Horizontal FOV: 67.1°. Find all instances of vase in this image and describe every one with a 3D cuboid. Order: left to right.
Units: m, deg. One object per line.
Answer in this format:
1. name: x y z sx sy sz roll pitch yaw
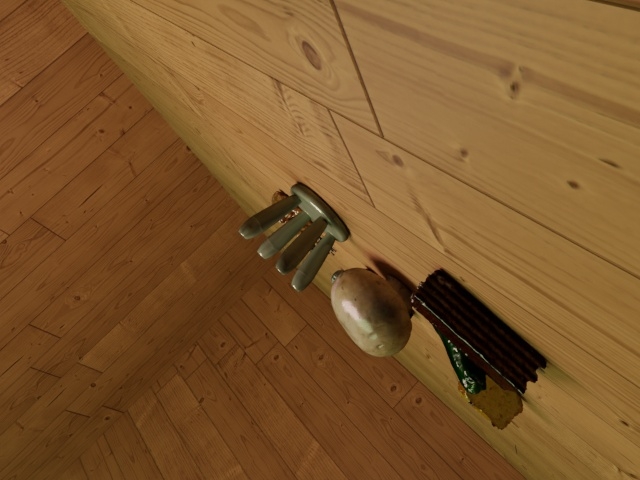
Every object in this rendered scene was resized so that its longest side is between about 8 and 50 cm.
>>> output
1. vase: 0.103 0.174 1.809 0.148 0.081 0.081 45 174 34

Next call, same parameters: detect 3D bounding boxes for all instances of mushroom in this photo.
1. mushroom: 0.130 0.168 1.197 0.255 0.184 0.255 45 176 4

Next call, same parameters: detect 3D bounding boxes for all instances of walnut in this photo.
1. walnut: -0.096 -0.074 1.521 0.170 0.069 0.143 42 158 18

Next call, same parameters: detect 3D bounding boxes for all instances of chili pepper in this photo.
1. chili pepper: 0.270 0.207 0.943 0.108 0.062 0.216 47 -165 -25

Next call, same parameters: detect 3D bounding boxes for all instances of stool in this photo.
1. stool: -0.063 -0.012 1.218 0.195 0.199 0.195 44 174 25

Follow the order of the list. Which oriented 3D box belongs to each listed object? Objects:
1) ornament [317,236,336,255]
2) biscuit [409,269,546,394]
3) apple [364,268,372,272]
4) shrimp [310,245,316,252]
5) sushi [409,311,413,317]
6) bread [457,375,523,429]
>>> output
1. ornament: 0.000 0.000 1.590 0.125 0.028 0.073 45 172 -13
2. biscuit: 0.270 0.161 0.841 0.252 0.070 0.106 42 173 14
3. apple: 0.131 0.123 1.374 0.089 0.074 0.089 40 -166 -12
4. shrimp: -0.077 -0.027 1.809 0.148 0.035 0.195 31 158 51
5. sushi: 0.223 0.201 1.381 0.083 0.056 0.084 35 169 17
6. bread: 0.387 0.350 1.113 0.187 0.103 0.065 43 176 -22
